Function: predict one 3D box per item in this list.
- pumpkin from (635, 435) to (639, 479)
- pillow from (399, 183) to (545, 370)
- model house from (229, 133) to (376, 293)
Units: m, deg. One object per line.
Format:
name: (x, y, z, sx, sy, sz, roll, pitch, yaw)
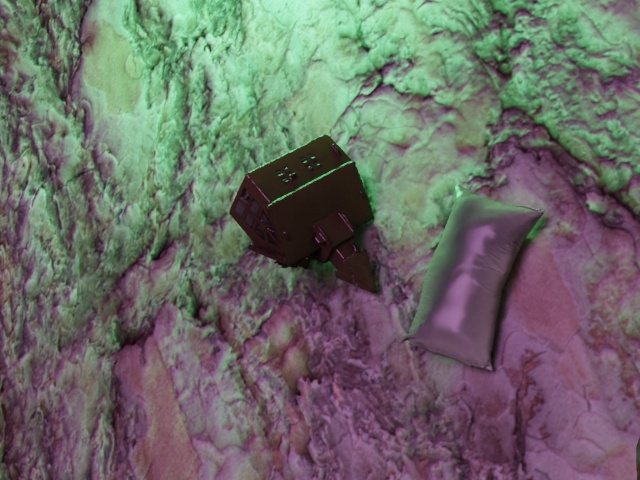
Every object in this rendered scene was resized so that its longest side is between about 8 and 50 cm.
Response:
pumpkin: (0.502, 0.229, 1.655, 0.332, 0.332, 0.199, -59, 26, -2)
pillow: (0.217, 0.050, 2.205, 0.144, 0.078, 0.254, 12, 76, 33)
model house: (0.000, 0.000, 2.391, 0.248, 0.181, 0.176, 51, 147, 18)
